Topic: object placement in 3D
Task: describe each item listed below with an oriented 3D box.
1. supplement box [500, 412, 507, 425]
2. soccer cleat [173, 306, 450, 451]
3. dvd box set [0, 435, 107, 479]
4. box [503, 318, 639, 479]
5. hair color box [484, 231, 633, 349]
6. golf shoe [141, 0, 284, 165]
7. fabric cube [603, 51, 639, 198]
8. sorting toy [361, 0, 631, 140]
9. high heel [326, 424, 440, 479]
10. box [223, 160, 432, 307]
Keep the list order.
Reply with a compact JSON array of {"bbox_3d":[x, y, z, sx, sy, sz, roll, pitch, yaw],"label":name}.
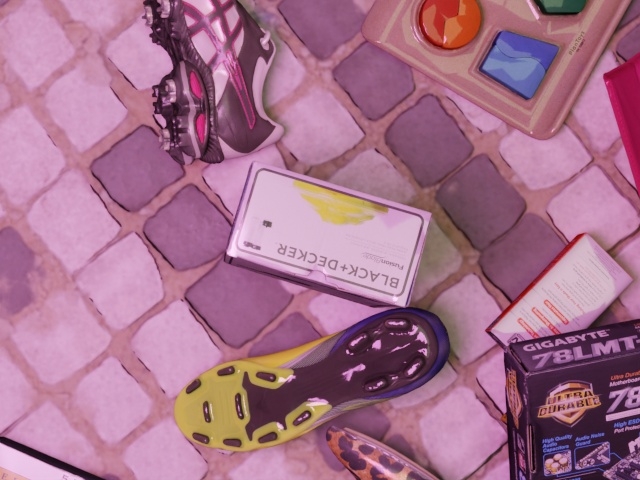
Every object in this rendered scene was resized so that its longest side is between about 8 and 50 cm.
[{"bbox_3d":[0.231,0.170,1.737,0.055,0.043,0.083,44,87,-1],"label":"supplement box"},{"bbox_3d":[-0.005,0.142,1.700,0.289,0.121,0.093,-20,82,16],"label":"soccer cleat"},{"bbox_3d":[-0.265,0.443,1.689,0.307,0.062,0.420,24,87,-3],"label":"dvd box set"},{"bbox_3d":[0.330,0.213,1.654,0.295,0.073,0.293,-11,114,-10],"label":"box"},{"bbox_3d":[0.241,0.066,1.742,0.141,0.043,0.072,-44,91,-5],"label":"hair color box"},{"bbox_3d":[-0.112,-0.213,1.717,0.120,0.105,0.273,-7,94,-19],"label":"golf shoe"},{"bbox_3d":[0.452,-0.095,1.653,0.258,0.259,0.254,-16,90,-3],"label":"fabric cube"},{"bbox_3d":[0.210,-0.286,1.754,0.229,0.041,0.307,30,87,-2],"label":"sorting toy"},{"bbox_3d":[0.067,0.318,1.694,0.261,0.093,0.186,40,80,-10],"label":"high heel"},{"bbox_3d":[0.000,0.000,1.608,0.169,0.290,0.087,17,87,-2],"label":"box"}]
